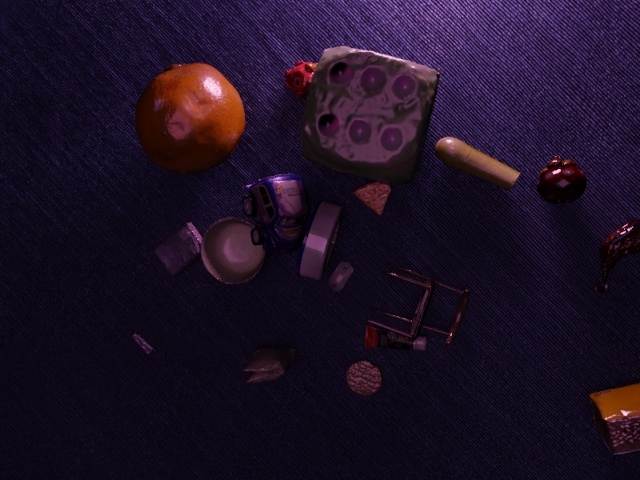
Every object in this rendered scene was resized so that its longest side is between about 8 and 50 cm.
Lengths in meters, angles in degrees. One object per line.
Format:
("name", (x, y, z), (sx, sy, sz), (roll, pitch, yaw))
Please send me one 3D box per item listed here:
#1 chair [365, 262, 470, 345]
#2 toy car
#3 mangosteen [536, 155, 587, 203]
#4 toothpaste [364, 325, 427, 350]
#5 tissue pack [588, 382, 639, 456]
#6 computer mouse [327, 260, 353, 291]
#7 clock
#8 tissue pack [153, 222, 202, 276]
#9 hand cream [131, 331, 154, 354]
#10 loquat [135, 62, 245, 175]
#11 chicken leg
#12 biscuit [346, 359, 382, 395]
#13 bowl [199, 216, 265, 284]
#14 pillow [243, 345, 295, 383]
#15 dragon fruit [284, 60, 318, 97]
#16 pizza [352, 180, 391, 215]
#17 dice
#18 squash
("chair", (0.294, 0.193, 1.760), (0.272, 0.166, 0.188), (18, 100, 8))
("toy car", (-0.114, -0.083, 1.764), (0.158, 0.172, 0.235), (-27, 76, 55))
("mangosteen", (0.670, -0.172, 1.672), (0.140, 0.140, 0.140), (1, 97, 11))
("toothpaste", (0.230, 0.310, 1.854), (0.193, 0.045, 0.071), (6, 98, 16))
("tissue pack", (0.911, 0.479, 1.664), (0.270, 0.192, 0.134), (-16, 95, 12))
("computer mouse", (0.062, 0.113, 1.863), (0.056, 0.032, 0.110), (32, 102, 5))
("clock", (0.000, 0.000, 1.761), (0.083, 0.230, 0.230), (16, 100, 4))
("tissue pack", (-0.451, 0.030, 1.944), (0.156, 0.051, 0.112), (-37, 86, 13))
("hand cream", (-0.605, 0.346, 2.034), (0.030, 0.019, 0.093), (-42, 95, 11))
("loquat", (-0.381, -0.351, 1.746), (0.328, 0.328, 0.328), (1, 97, 11))
("chicken leg", (0.846, 0.037, 1.695), (0.106, 0.051, 0.253), (34, 105, 0))
("biscuit", (0.138, 0.436, 1.899), (0.120, 0.015, 0.120), (1, 98, 11))
("bowl", (-0.260, 0.026, 1.874), (0.211, 0.112, 0.211), (1, 98, 10))
("pillow", (-0.157, 0.382, 1.865), (0.134, 0.181, 0.078), (-10, 98, 12))
("dragon fruit", (-0.046, -0.482, 1.792), (0.126, 0.068, 0.112), (11, 99, 11))
("pizza", (0.163, -0.126, 1.817), (0.123, 0.026, 0.109), (-13, 97, 10))
("dice", (0.137, -0.337, 1.641), (0.322, 0.330, 0.318), (14, 101, 7))
("squash", (0.444, -0.222, 1.720), (0.250, 0.083, 0.083), (28, 101, 7))
